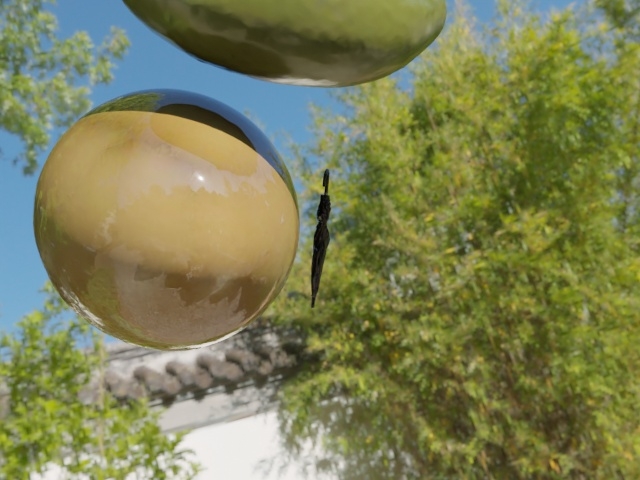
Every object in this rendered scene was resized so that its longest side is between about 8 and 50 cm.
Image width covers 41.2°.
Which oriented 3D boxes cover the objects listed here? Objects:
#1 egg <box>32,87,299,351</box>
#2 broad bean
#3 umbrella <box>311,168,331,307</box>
[{"bbox_3d":[-0.113,-0.016,0.647,0.201,0.200,0.244,-11,9,-18],"label":"egg"},{"bbox_3d":[-0.015,-0.206,0.651,0.291,0.238,0.119,-18,-37,-37],"label":"broad bean"},{"bbox_3d":[0.001,-0.001,0.689,0.013,0.122,0.022,10,25,9],"label":"umbrella"}]
